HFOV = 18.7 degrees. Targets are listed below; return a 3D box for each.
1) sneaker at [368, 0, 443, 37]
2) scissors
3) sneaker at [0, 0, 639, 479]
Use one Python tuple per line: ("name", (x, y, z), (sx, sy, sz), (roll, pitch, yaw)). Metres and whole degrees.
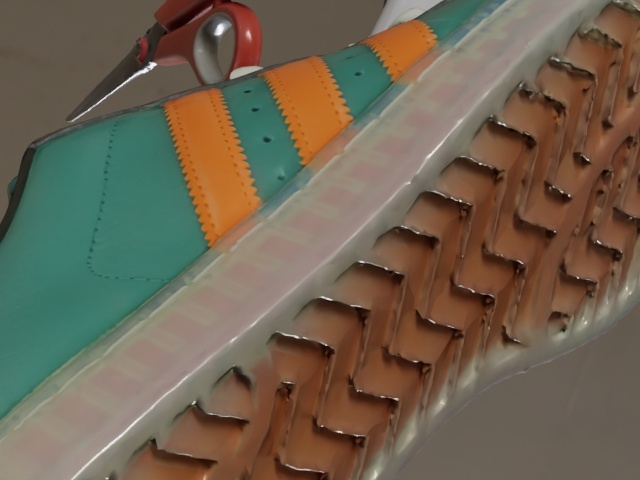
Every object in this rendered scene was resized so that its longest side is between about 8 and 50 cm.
("sneaker", (0.100, -0.027, 1.331), (0.137, 0.210, 0.366), (24, -20, 37))
("scissors", (-0.097, -0.131, 1.202), (0.021, 0.109, 0.297), (6, -4, -26))
("sneaker", (-0.007, -0.007, 0.494), (0.121, 0.302, 0.108), (25, -41, 37))
